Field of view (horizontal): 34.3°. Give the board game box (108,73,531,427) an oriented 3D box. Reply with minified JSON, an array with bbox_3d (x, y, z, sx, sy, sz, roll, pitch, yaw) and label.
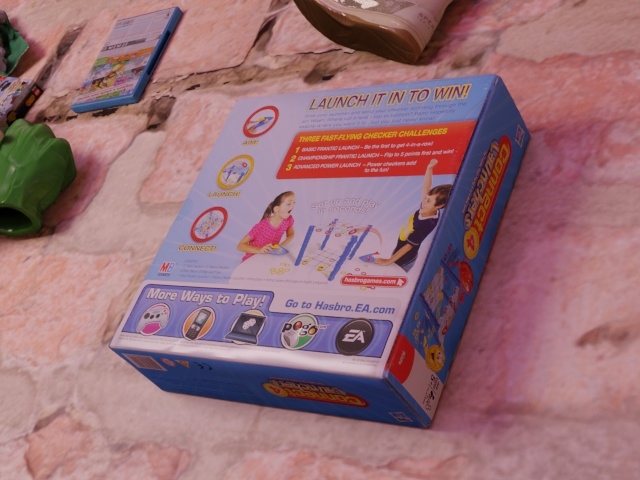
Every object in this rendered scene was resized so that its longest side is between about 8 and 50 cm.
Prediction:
[{"bbox_3d":[0.000,0.000,0.940,0.308,0.086,0.302,2,55,38],"label":"board game box"}]

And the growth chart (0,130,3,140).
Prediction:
[{"bbox_3d":[-0.487,-0.127,1.321,0.172,0.021,0.237,-42,43,0],"label":"growth chart"}]

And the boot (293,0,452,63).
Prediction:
[{"bbox_3d":[0.076,-0.291,1.148,0.213,0.077,0.165,31,76,42],"label":"boot"}]

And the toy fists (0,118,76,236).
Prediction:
[{"bbox_3d":[-0.428,-0.072,1.320,0.279,0.096,0.142,-8,56,33],"label":"toy fists"}]

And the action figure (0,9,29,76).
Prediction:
[{"bbox_3d":[-0.524,-0.313,1.632,0.137,0.063,0.232,-38,37,7],"label":"action figure"}]

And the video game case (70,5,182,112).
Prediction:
[{"bbox_3d":[-0.263,-0.246,1.408,0.119,0.015,0.166,-3,53,34],"label":"video game case"}]

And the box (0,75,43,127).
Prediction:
[{"bbox_3d":[-0.472,-0.177,1.493,0.094,0.027,0.137,14,64,42],"label":"box"}]
